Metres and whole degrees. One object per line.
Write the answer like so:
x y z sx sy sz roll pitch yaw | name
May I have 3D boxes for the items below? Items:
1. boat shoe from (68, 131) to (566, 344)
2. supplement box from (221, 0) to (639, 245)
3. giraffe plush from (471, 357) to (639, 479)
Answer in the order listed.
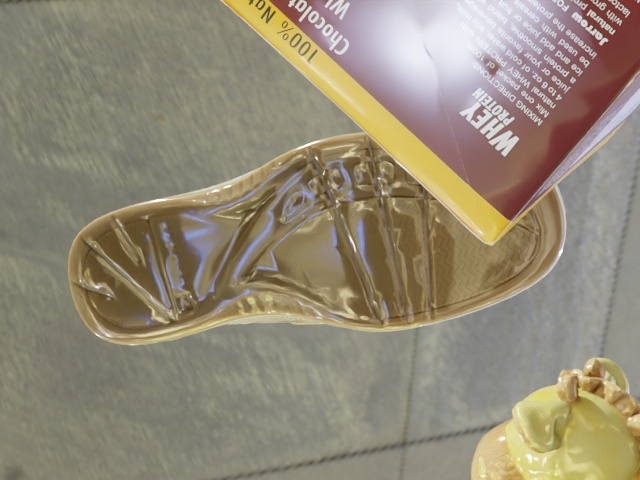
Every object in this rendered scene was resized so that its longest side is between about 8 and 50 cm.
0.000 0.000 0.736 0.302 0.098 0.109 -11 91 26 | boat shoe
0.084 -0.143 0.569 0.129 0.191 0.194 -37 167 -44 | supplement box
0.164 0.172 0.810 0.210 0.181 0.171 -23 88 7 | giraffe plush
